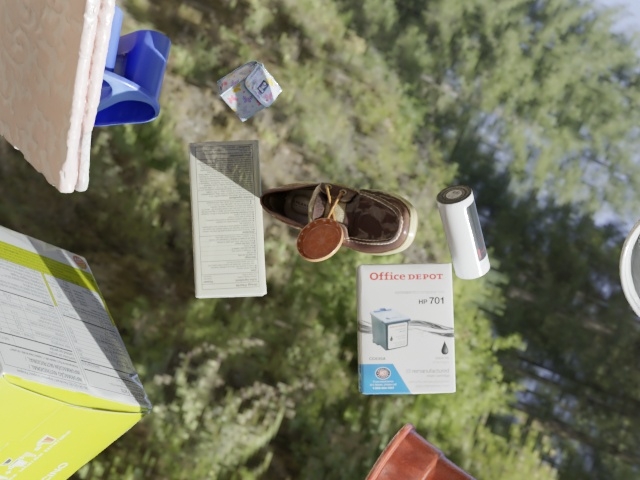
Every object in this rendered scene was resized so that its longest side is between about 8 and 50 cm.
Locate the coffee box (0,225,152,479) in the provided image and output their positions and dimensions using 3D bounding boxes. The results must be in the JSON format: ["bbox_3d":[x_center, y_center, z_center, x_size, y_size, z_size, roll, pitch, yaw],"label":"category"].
[{"bbox_3d":[-0.535,0.205,1.831,0.337,0.338,0.334,-39,-121,14],"label":"coffee box"}]

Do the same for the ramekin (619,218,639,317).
[{"bbox_3d":[0.533,0.030,1.685,0.207,0.207,0.109,-64,173,20],"label":"ramekin"}]

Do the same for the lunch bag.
[{"bbox_3d":[-0.115,-0.246,1.921,0.083,0.071,0.053,-30,-140,12],"label":"lunch bag"}]

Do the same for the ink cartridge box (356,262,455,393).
[{"bbox_3d":[0.124,0.129,1.742,0.082,0.139,0.190,94,-6,-86],"label":"ink cartridge box"}]

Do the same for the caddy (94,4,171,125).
[{"bbox_3d":[-0.413,-0.280,1.998,0.341,0.241,0.179,1,-108,42],"label":"caddy"}]

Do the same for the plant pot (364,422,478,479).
[{"bbox_3d":[0.183,0.454,1.750,0.272,0.265,0.272,-54,163,-26],"label":"plant pot"}]

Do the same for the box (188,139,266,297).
[{"bbox_3d":[-0.188,-0.042,2.378,0.121,0.148,0.311,175,-86,-85],"label":"box"}]

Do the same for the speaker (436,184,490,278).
[{"bbox_3d":[0.211,-0.011,1.748,0.055,0.055,0.136,-87,162,-60],"label":"speaker"}]

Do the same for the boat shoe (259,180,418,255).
[{"bbox_3d":[0.024,-0.049,2.172,0.342,0.123,0.123,18,-80,43],"label":"boat shoe"}]

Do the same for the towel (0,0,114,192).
[{"bbox_3d":[-0.389,-0.272,1.611,0.332,0.053,0.317,40,-52,37],"label":"towel"}]

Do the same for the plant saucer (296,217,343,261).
[{"bbox_3d":[0.000,0.000,1.981,0.013,0.083,0.083,53,45,-49],"label":"plant saucer"}]
